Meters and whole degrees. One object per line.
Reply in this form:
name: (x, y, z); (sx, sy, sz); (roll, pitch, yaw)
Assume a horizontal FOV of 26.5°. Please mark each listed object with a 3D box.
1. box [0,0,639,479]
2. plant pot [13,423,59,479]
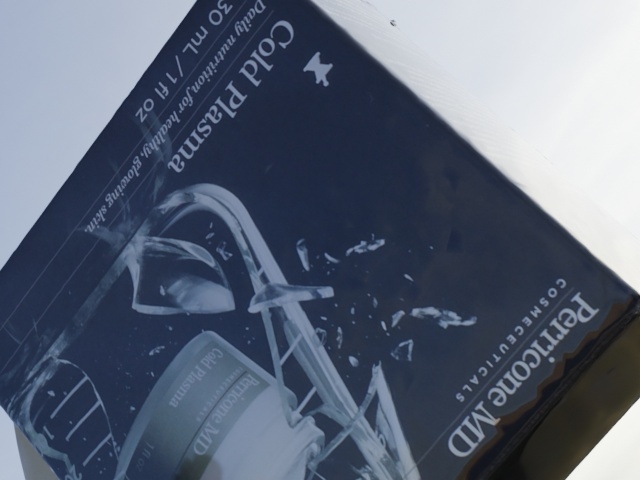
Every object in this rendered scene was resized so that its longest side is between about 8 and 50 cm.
box: (0.004, 0.079, 1.243); (0.480, 0.472, 0.297); (-52, -23, 15)
plant pot: (-0.223, 0.280, 1.569); (0.212, 0.212, 0.187); (-5, -71, -35)
